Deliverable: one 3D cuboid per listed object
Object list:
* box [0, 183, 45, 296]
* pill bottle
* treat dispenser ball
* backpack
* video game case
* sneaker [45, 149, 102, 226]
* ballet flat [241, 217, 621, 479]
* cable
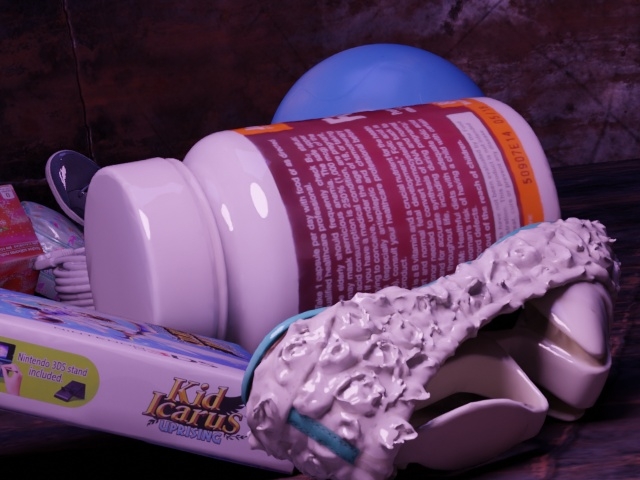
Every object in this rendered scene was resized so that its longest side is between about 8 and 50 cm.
[{"bbox_3d":[-0.482,0.034,2.027,0.256,0.123,0.128,-12,-34,-30],"label":"box"},{"bbox_3d":[0.000,0.000,1.504,0.392,0.224,0.224,-9,6,-25],"label":"pill bottle"},{"bbox_3d":[0.077,-0.089,1.968,0.288,0.288,0.288,-7,6,1],"label":"treat dispenser ball"},{"bbox_3d":[-0.375,0.017,2.223,0.152,0.115,0.182,23,6,-19],"label":"backpack"},{"bbox_3d":[-0.155,0.091,1.205,0.244,0.061,0.269,15,0,-14],"label":"video game case"},{"bbox_3d":[-0.253,-0.049,2.162,0.086,0.226,0.163,-44,5,-31],"label":"sneaker"},{"bbox_3d":[0.116,0.089,1.142,0.147,0.147,0.409,-2,11,42],"label":"ballet flat"},{"bbox_3d":[-0.188,0.046,1.973,0.257,0.089,0.257,-9,6,-33],"label":"cable"}]
